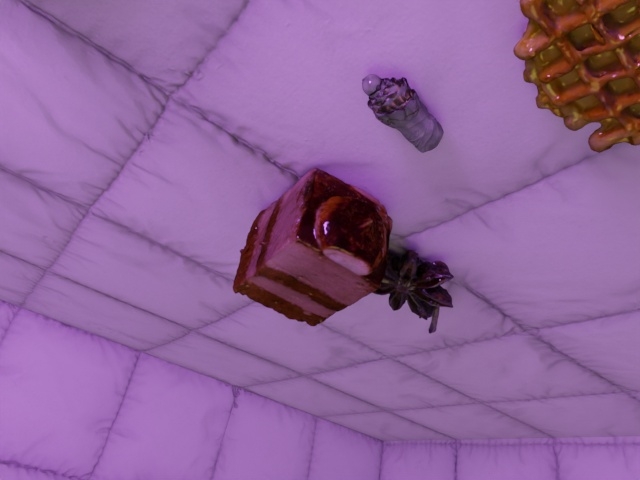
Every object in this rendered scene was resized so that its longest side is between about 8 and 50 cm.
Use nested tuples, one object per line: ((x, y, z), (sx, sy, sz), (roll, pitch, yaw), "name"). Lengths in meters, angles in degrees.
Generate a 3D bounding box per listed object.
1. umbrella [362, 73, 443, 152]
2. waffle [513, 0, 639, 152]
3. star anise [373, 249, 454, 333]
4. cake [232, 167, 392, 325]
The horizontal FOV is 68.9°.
((0.111, -0.176, 0.633), (0.143, 0.062, 0.067), (30, 174, -28), "umbrella")
((0.344, -0.207, 0.465), (0.283, 0.065, 0.309), (14, 154, 18), "waffle")
((0.192, 0.097, 1.005), (0.230, 0.081, 0.262), (-20, 125, 40), "star anise")
((0.000, 0.000, 0.823), (0.196, 0.199, 0.293), (31, 140, -19), "cake")
